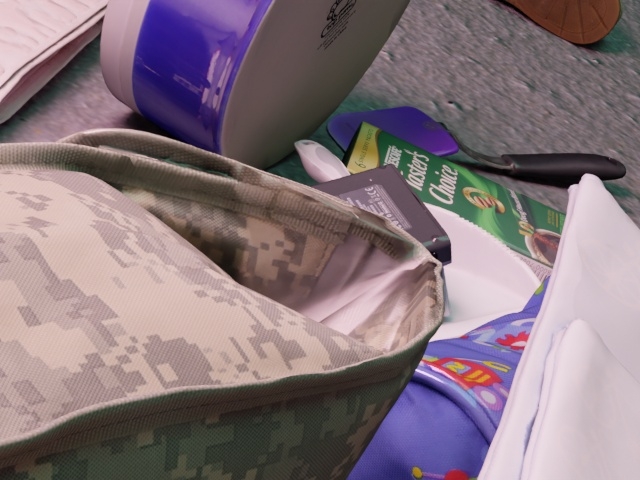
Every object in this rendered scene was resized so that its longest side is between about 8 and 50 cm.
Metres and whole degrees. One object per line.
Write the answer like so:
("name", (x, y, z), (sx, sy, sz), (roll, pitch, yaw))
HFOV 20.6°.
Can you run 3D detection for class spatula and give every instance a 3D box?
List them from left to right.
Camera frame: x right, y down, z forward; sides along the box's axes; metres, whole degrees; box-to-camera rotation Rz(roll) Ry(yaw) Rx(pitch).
("spatula", (0.138, -0.073, 1.443), (0.296, 0.030, 0.084), (7, 27, -35))

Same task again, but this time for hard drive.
("hard drive", (0.000, 0.000, 1.085), (0.135, 0.022, 0.094), (-16, 39, -14))

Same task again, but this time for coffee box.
("coffee box", (0.098, -0.017, 1.275), (0.184, 0.040, 0.113), (25, 23, -1))

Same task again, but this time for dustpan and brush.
("dustpan and brush", (0.037, -0.005, 1.146), (0.147, 0.060, 0.211), (-10, 28, -29))

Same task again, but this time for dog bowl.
("dog bowl", (-0.027, -0.180, 1.211), (0.104, 0.265, 0.265), (35, 25, 14))

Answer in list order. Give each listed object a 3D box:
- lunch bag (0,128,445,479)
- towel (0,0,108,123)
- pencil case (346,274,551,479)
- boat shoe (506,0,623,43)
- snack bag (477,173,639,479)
("lunch bag", (-0.104, 0.095, 0.594), (0.169, 0.235, 0.287), (40, 27, 31))
("towel", (-0.323, -0.200, 1.231), (0.332, 0.053, 0.317), (26, 22, 1))
("pencil case", (0.107, 0.091, 0.962), (0.133, 0.119, 0.306), (9, 14, 30))
("boat shoe", (0.207, -0.314, 1.949), (0.285, 0.104, 0.089), (39, 20, 6))
("snack bag", (0.222, 0.145, 0.881), (0.323, 0.037, 0.342), (44, 30, -9))
